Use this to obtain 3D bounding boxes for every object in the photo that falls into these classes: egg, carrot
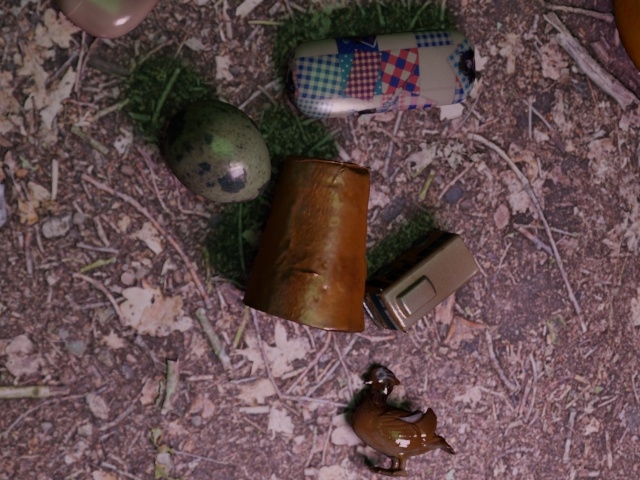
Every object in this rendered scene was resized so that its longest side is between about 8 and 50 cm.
[{"bbox_3d":[-0.147,-0.127,1.751,0.182,0.141,0.141,41,79,-30],"label":"egg"},{"bbox_3d":[0.000,0.000,1.806,0.196,0.196,0.254,12,91,-24],"label":"carrot"}]

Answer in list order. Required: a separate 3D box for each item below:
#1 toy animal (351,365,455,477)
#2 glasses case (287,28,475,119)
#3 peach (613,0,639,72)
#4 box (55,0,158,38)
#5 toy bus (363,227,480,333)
[{"bbox_3d":[0.140,0.303,1.961,0.188,0.089,0.179,10,77,-19],"label":"toy animal"},{"bbox_3d":[0.101,-0.267,1.880,0.327,0.076,0.125,-9,98,-24],"label":"glasses case"},{"bbox_3d":[0.666,-0.388,1.982,0.373,0.290,0.372,-4,124,-6],"label":"peach"},{"bbox_3d":[-0.290,-0.387,1.687,0.146,0.088,0.200,38,79,-24],"label":"box"},{"bbox_3d":[0.160,0.068,1.927,0.182,0.103,0.091,-37,108,-16],"label":"toy bus"}]
